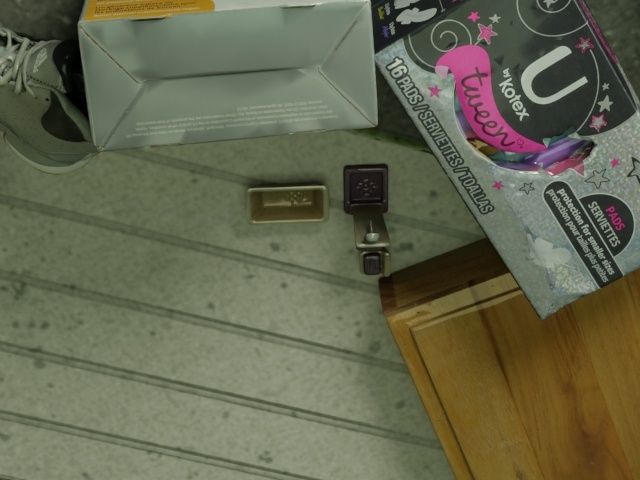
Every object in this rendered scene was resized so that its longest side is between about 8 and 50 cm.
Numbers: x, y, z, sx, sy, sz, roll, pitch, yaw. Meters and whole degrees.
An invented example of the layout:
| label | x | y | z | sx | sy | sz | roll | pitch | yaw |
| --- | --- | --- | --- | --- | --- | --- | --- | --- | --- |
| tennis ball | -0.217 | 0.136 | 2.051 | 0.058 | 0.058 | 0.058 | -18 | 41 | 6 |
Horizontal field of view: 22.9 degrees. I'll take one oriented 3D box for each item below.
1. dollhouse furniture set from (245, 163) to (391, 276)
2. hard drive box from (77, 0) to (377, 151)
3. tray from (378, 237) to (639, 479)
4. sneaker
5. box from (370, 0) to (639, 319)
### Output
| label | x | y | z | sx | sy | sz | roll | pitch | yaw |
| --- | --- | --- | --- | --- | --- | --- | --- | --- | --- |
| dollhouse furniture set | 0.000 | 0.000 | 1.232 | 0.114 | 0.081 | 0.091 | -2 | 117 | -2 |
| hard drive box | -0.061 | -0.152 | 1.066 | 0.181 | 0.232 | 0.089 | -5 | 117 | -1 |
| tray | 0.217 | 0.179 | 1.343 | 0.203 | 0.076 | 0.410 | -21 | 117 | 8 |
| sneaker | -0.225 | -0.137 | 1.117 | 0.229 | 0.086 | 0.132 | 36 | 154 | -27 |
| box | 0.152 | -0.098 | 1.143 | 0.142 | 0.163 | 0.247 | -30 | 115 | 12 |
